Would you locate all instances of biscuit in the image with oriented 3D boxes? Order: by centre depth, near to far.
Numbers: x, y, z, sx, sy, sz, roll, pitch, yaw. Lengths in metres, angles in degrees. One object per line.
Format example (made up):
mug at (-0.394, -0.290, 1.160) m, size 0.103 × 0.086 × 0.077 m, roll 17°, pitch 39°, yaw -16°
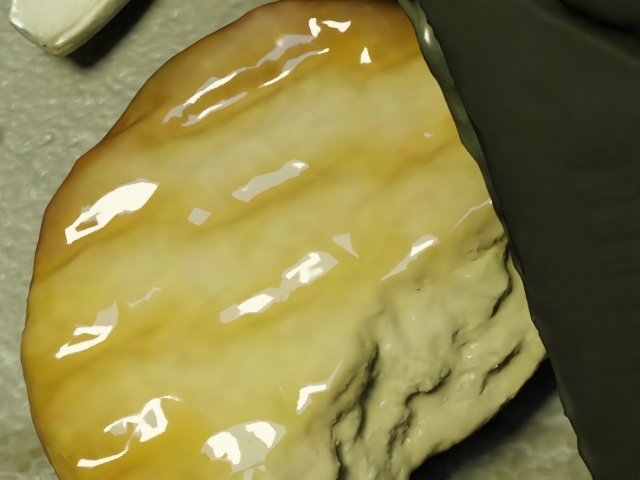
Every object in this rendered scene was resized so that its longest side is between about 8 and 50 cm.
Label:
biscuit at (0.000, 0.001, 0.545) m, size 0.274 × 0.091 × 0.213 m, roll -39°, pitch 53°, yaw -7°

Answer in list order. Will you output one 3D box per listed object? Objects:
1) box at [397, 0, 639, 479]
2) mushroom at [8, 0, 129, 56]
box at (0.217, -0.018, 0.341) m, size 0.359 × 0.350 × 0.091 m, roll -14°, pitch 32°, yaw 20°
mushroom at (-0.086, -0.181, 0.674) m, size 0.084 × 0.071 × 0.209 m, roll 36°, pitch 81°, yaw -6°
